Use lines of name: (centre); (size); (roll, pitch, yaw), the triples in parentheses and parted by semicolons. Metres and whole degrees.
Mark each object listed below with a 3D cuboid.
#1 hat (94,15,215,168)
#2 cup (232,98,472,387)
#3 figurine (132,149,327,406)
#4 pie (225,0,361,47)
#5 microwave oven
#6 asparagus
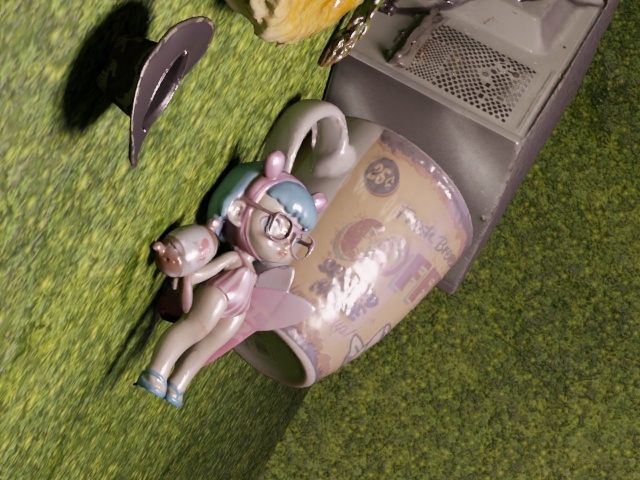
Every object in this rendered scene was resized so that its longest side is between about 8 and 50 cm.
hat: (-0.116, -0.106, 0.924); (0.121, 0.050, 0.121); (-63, 178, -4)
cup: (0.000, 0.000, 1.535); (0.257, 0.227, 0.301); (-52, 139, -28)
figurine: (-0.106, 0.029, 1.356); (0.205, 0.103, 0.260); (38, 81, -45)
pie: (0.031, -0.298, 1.089); (0.339, 0.083, 0.339); (-56, 170, -16)
microwave oven: (0.191, -0.218, 1.771); (0.432, 0.236, 0.374); (-56, 169, -35)
asparagus: (0.065, -0.282, 1.496); (0.236, 0.034, 0.027); (-62, -175, 5)
